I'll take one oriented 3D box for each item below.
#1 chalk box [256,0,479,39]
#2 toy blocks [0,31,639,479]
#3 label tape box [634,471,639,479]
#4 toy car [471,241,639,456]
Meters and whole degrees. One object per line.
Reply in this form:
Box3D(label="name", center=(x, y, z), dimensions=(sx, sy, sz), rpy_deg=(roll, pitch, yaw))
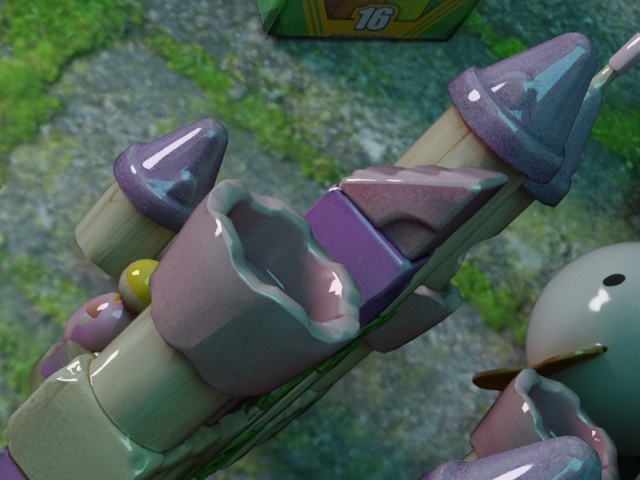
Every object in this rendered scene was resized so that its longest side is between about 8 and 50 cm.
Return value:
Box3D(label="chalk box", center=(0.048, -0.225, 0.779), dimensions=(0.132, 0.213, 0.132), rpy_deg=(-2, 63, -23))
Box3D(label="toy blocks", center=(0.000, 0.000, 0.546), dimensions=(0.309, 0.260, 0.288), rpy_deg=(48, 22, 10))
Box3D(label="label tape box", center=(0.238, 0.162, 0.577), dimensions=(0.334, 0.106, 0.240), rpy_deg=(-45, 115, -28))
Box3D(label="toy car", center=(0.196, 0.042, 0.714), dimensions=(0.238, 0.210, 0.219), rpy_deg=(-17, 78, -16))
